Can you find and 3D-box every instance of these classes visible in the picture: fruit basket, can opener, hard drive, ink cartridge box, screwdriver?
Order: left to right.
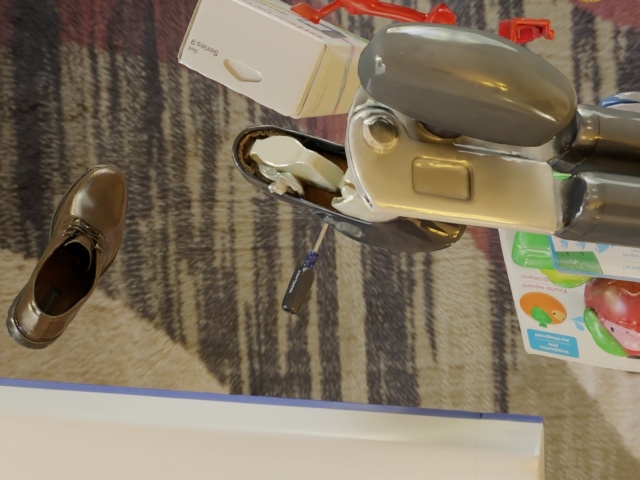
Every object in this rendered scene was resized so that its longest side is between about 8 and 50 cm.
[{"bbox_3d":[-0.033,0.176,0.602,0.318,0.040,0.210,2,124,16],"label":"hard drive"},{"bbox_3d":[-0.039,-0.208,1.176,0.154,0.212,0.093,27,108,14],"label":"ink cartridge box"},{"bbox_3d":[0.000,0.000,1.093,0.024,0.025,0.170,30,72,-18],"label":"screwdriver"},{"bbox_3d":[0.145,-0.037,0.520,0.280,0.093,0.074,9,69,-18],"label":"can opener"},{"bbox_3d":[0.338,0.039,1.097,0.326,0.165,0.353,8,133,29],"label":"fruit basket"}]

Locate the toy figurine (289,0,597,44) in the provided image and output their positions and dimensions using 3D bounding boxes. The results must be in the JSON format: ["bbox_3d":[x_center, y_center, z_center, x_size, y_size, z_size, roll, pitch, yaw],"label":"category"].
[{"bbox_3d":[0.071,-0.301,0.666,0.191,0.217,0.363,-2,99,-1],"label":"toy figurine"}]

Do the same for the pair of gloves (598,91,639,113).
[{"bbox_3d":[0.307,-0.075,0.895,0.159,0.023,0.198,-3,53,23],"label":"pair of gloves"}]

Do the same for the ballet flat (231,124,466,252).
[{"bbox_3d":[0.015,-0.045,0.815,0.203,0.074,0.074,22,92,24],"label":"ballet flat"}]

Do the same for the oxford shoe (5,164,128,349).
[{"bbox_3d":[-0.252,0.006,1.126,0.082,0.096,0.227,28,57,-19],"label":"oxford shoe"}]
